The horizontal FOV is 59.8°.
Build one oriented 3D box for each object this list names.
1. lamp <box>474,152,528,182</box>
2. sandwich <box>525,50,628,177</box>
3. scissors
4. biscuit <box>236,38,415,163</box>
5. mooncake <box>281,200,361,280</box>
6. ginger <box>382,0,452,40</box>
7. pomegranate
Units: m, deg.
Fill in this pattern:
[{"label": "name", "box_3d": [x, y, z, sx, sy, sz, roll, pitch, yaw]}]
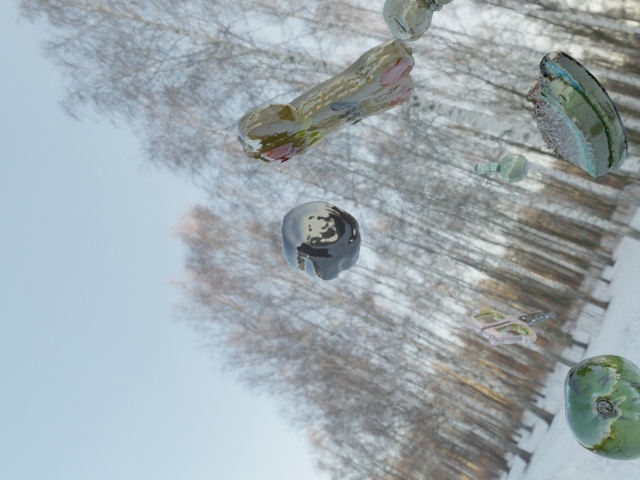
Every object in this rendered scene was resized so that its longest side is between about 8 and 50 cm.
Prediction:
[{"label": "lamp", "box_3d": [0.561, -0.227, 1.738, 0.091, 0.163, 0.090, -11, -76, -54]}, {"label": "sandwich", "box_3d": [0.440, -0.220, 0.994, 0.079, 0.159, 0.235, -41, -61, -17]}, {"label": "scissors", "box_3d": [0.467, 0.191, 1.316, 0.318, 0.160, 0.024, -5, -67, -38]}, {"label": "biscuit", "box_3d": [0.023, -0.270, 1.209, 0.394, 0.076, 0.368, -25, -4, 9]}, {"label": "mooncake", "box_3d": [0.000, 0.000, 1.655, 0.245, 0.245, 0.133, -50, -22, -31]}, {"label": "ginger", "box_3d": [0.305, -0.692, 1.549, 0.304, 0.155, 0.244, -37, 7, 29]}, {"label": "pomegranate", "box_3d": [0.471, 0.251, 0.844, 0.131, 0.191, 0.151, 122, 149, -78]}]
